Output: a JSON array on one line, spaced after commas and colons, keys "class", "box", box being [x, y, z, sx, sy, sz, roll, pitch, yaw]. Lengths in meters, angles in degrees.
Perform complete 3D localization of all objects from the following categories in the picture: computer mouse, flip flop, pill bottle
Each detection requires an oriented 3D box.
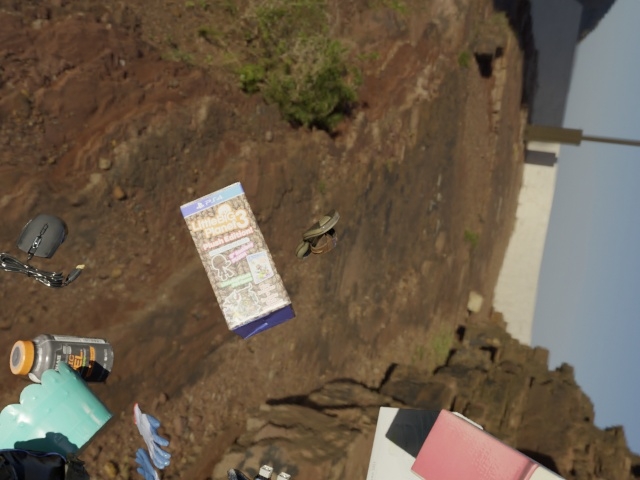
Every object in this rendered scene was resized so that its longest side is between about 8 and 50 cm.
[{"class": "computer mouse", "box": [-0.666, 0.012, 1.596, 0.060, 0.184, 0.262, -60, -170, 28]}, {"class": "flip flop", "box": [0.000, 0.000, 1.684, 0.112, 0.080, 0.277, -39, 174, -25]}, {"class": "pill bottle", "box": [-0.705, 0.323, 1.739, 0.245, 0.130, 0.131, 13, 87, -45]}]

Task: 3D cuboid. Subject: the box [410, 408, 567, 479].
[{"class": "box", "box": [0.297, 0.407, 1.078, 0.148, 0.232, 0.127, 37, 81, -44]}]

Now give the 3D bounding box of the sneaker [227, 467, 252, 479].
[{"class": "sneaker", "box": [-0.106, 0.642, 1.581, 0.296, 0.146, 0.104, 57, -7, -17]}]

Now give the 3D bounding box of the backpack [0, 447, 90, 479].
[{"class": "backpack", "box": [-0.594, 0.539, 1.192, 0.276, 0.213, 0.264, 44, 28, -61]}]

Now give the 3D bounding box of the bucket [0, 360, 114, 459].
[{"class": "bucket", "box": [-0.642, 0.448, 1.514, 0.281, 0.183, 0.281, -48, 180, 0]}]

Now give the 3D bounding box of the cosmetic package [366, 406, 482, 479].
[{"class": "cosmetic package", "box": [0.246, 0.533, 1.536, 0.138, 0.224, 0.224, 36, 58, -38]}]

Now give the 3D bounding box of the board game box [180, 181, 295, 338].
[{"class": "board game box", "box": [-0.180, 0.055, 1.446, 0.232, 0.141, 0.291, 90, -23, -77]}]

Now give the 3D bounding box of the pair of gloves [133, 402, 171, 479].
[{"class": "pair of gloves", "box": [-0.326, 0.420, 1.237, 0.023, 0.159, 0.198, -9, 111, -32]}]

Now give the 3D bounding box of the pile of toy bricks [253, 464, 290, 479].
[{"class": "pile of toy bricks", "box": [-0.027, 0.431, 0.942, 0.118, 0.212, 0.105, -5, 109, -69]}]
